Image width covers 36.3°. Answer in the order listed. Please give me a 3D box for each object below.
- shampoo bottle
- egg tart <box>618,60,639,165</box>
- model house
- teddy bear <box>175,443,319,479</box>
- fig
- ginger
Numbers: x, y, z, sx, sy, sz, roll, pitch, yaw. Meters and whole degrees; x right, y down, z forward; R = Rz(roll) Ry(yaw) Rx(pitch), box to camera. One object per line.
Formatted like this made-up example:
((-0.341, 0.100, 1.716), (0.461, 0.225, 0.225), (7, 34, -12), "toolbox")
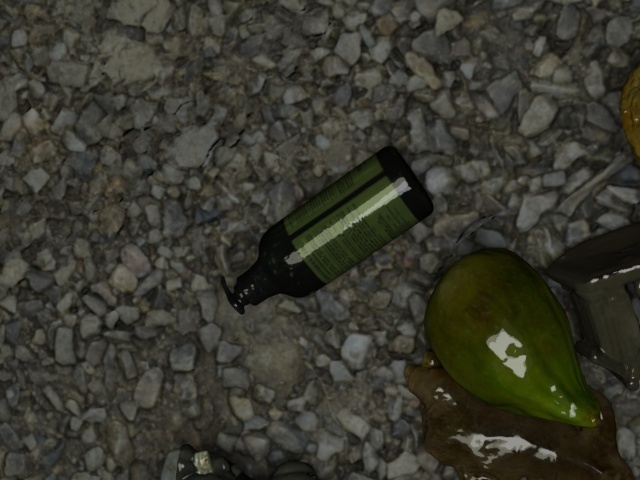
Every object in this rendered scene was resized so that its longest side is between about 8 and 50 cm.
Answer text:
((0.000, 0.000, 1.214), (0.283, 0.101, 0.101), (-35, 85, 9), "shampoo bottle")
((0.477, -0.122, 1.090), (0.293, 0.123, 0.294), (-2, 55, 3), "egg tart")
((0.399, 0.073, 1.135), (0.229, 0.122, 0.188), (-22, 91, 14), "model house")
((-0.067, 0.349, 1.223), (0.250, 0.144, 0.171), (13, 128, -5), "teddy bear")
((0.214, 0.123, 1.139), (0.167, 0.167, 0.234), (-20, 78, 10), "fig")
((0.249, 0.238, 1.182), (0.332, 0.080, 0.166), (18, 88, 13), "ginger")
